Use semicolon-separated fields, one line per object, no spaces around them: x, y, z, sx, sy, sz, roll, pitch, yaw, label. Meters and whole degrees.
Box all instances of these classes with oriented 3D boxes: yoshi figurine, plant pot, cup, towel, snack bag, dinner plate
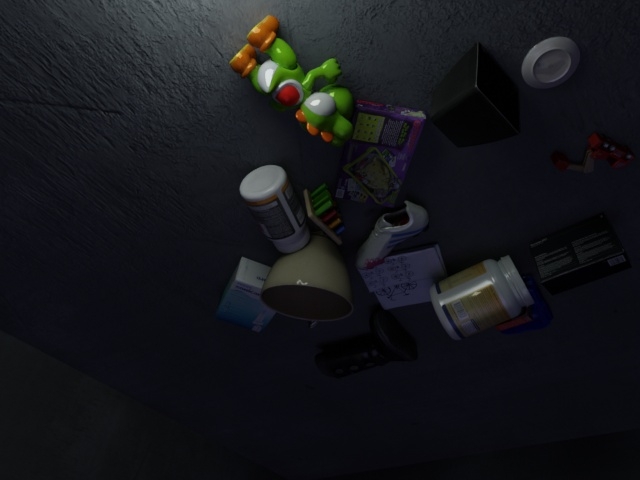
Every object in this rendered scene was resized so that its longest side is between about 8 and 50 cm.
-0.046;-0.410;1.268;0.362;0.203;0.203;42;86;-14;yoshi figurine
0.394;-0.358;1.243;0.187;0.188;0.167;34;142;-27;plant pot
-0.034;0.121;1.706;0.331;0.237;0.331;6;152;3;cup
0.790;0.275;1.918;0.228;0.076;0.308;-22;130;25;towel
0.340;0.161;1.877;0.323;0.037;0.342;-13;133;18;snack bag
0.595;-0.454;1.228;0.141;0.017;0.141;4;135;4;dinner plate

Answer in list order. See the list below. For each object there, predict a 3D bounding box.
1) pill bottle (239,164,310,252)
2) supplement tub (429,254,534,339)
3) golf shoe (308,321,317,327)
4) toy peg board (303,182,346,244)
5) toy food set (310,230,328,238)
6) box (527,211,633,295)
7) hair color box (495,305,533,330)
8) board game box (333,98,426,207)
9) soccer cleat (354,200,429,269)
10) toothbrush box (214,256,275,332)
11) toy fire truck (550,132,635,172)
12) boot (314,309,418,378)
-0.140;-0.097;1.568;0.162;0.162;0.278;-10;134;16;pill bottle
0.586;0.207;1.743;0.316;0.228;0.228;-28;127;18;supplement tub
0.000;0.321;2.050;0.094;0.077;0.198;12;137;-7;golf shoe
0.031;-0.097;1.564;0.079;0.161;0.160;-37;123;18;toy peg board
0.000;0.000;1.760;0.078;0.019;0.122;-9;142;16;toy food set
0.863;0.048;1.598;0.261;0.184;0.103;-28;129;30;box
0.746;0.294;1.848;0.043;0.072;0.141;36;133;-25;hair color box
0.171;-0.255;1.458;0.208;0.056;0.347;13;136;-1;board game box
0.217;-0.023;1.641;0.143;0.116;0.331;29;124;-35;soccer cleat
-0.280;0.229;1.947;0.216;0.126;0.295;21;135;-14;toothbrush box
0.801;-0.243;1.401;0.192;0.047;0.135;19;135;-15;toy fire truck
0.165;0.489;2.171;0.445;0.146;0.367;-19;130;29;boot
